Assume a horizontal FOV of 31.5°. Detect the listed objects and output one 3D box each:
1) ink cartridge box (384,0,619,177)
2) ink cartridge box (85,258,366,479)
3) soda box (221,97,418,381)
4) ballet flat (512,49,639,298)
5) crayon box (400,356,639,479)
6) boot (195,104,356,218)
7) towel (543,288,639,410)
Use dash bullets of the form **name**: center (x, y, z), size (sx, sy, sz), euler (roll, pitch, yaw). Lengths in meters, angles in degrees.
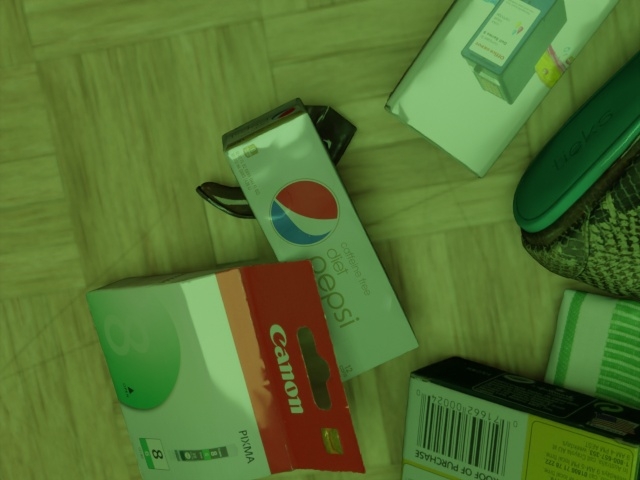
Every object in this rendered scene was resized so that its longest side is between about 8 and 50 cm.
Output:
- **ink cartridge box**: center (0.144, -0.163, 0.835), size (0.093, 0.154, 0.212), euler (37, 103, -2)
- **ink cartridge box**: center (-0.083, 0.114, 0.923), size (0.225, 0.056, 0.181), euler (-6, 103, 44)
- **soda box**: center (0.000, 0.000, 0.909), size (0.074, 0.069, 0.216), euler (-26, 107, 2)
- **ballet flat**: center (0.329, -0.145, 0.798), size (0.182, 0.164, 0.483), euler (24, 121, -13)
- **crayon box**: center (0.158, 0.274, 0.920), size (0.202, 0.081, 0.318), euler (14, 105, 35)
- **boot**: center (-0.036, -0.069, 0.939), size (0.106, 0.037, 0.114), euler (19, 107, -10)
- **towel**: center (0.311, 0.189, 0.870), size (0.325, 0.038, 0.248), euler (19, 107, 34)
